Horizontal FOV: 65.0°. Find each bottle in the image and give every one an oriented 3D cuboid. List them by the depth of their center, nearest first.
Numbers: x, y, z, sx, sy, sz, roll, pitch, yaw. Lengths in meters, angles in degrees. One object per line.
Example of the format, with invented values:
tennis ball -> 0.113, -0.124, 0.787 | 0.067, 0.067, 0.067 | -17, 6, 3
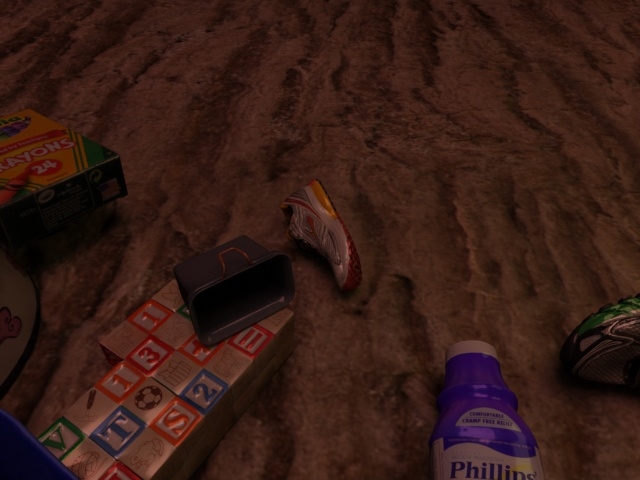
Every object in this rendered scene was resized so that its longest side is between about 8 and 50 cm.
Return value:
bottle -> 0.179, 0.243, 0.550 | 0.118, 0.092, 0.282 | 4, 44, 6

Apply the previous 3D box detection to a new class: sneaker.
sneaker -> 0.477, 0.159, 0.623 | 0.344, 0.134, 0.146 | 5, 45, 2
sneaker -> 0.000, 0.000, 0.818 | 0.093, 0.088, 0.225 | -27, 48, -1

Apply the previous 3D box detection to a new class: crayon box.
crayon box -> -0.503, -0.122, 0.820 | 0.319, 0.081, 0.202 | 25, 44, 26

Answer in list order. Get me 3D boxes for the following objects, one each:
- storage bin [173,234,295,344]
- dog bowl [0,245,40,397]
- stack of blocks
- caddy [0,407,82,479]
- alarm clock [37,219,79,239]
storage bin -> -0.115, 0.046, 0.623 | 0.135, 0.098, 0.091 | -27, 40, -27
dog bowl -> -0.595, 0.099, 0.628 | 0.408, 0.150, 0.407 | 2, 44, -2
stack of blocks -> -0.185, 0.173, 0.612 | 0.171, 0.087, 0.297 | 25, 48, 22
caddy -> -0.325, 0.267, 0.396 | 0.341, 0.179, 0.241 | 28, 28, 21
alarm clock -> -0.501, -0.074, 0.879 | 0.129, 0.064, 0.192 | -22, 46, -23
